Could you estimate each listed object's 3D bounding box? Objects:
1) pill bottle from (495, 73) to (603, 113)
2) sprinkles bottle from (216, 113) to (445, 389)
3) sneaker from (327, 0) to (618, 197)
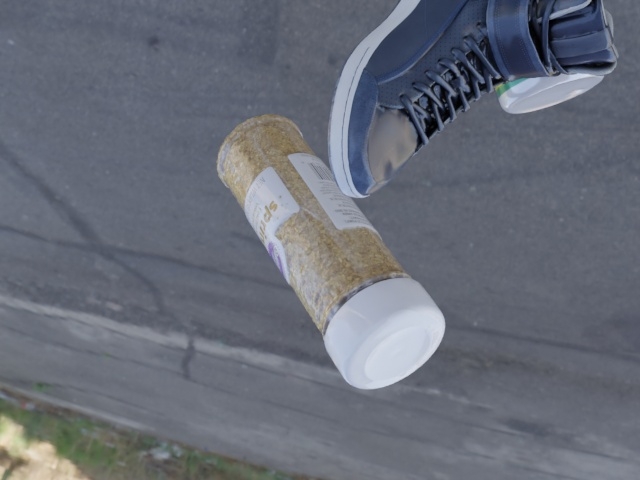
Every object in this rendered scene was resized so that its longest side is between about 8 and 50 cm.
[{"bbox_3d":[0.226,-0.257,0.932,0.117,0.209,0.117,-16,173,-2],"label":"pill bottle"},{"bbox_3d":[0.000,0.000,0.960,0.121,0.355,0.121,-20,139,-18],"label":"sprinkles bottle"},{"bbox_3d":[0.112,-0.119,0.594,0.163,0.226,0.086,12,152,37],"label":"sneaker"}]
